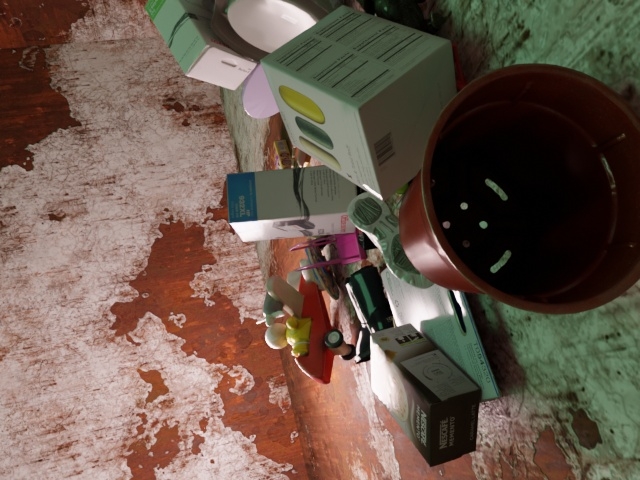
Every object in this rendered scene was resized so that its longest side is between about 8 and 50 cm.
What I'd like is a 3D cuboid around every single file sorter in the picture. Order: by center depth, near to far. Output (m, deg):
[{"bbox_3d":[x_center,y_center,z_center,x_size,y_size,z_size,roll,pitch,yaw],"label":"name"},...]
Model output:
[{"bbox_3d":[-0.009,-0.063,1.667,0.202,0.183,0.290,153,106,-74],"label":"file sorter"}]

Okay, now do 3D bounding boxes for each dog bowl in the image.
[{"bbox_3d":[-0.099,-0.556,1.407,0.349,0.349,0.102,143,140,-73],"label":"dog bowl"}]

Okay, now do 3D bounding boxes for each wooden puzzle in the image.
[{"bbox_3d":[-0.048,-0.284,1.812,0.238,0.044,0.220,115,168,-70],"label":"wooden puzzle"}]

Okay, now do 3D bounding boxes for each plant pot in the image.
[{"bbox_3d":[0.227,-0.041,0.727,0.265,0.273,0.272,123,135,-81],"label":"plant pot"}]

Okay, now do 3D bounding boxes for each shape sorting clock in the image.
[{"bbox_3d":[0.012,0.098,1.846,0.206,0.040,0.206,58,-171,-14],"label":"shape sorting clock"}]

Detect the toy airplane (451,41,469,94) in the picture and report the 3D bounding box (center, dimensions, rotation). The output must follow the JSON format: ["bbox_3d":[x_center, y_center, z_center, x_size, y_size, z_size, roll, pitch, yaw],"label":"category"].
[{"bbox_3d":[0.236,-0.252,0.933,0.151,0.028,0.151,160,90,-88],"label":"toy airplane"}]

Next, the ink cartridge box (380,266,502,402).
[{"bbox_3d":[0.243,0.162,1.127,0.330,0.072,0.323,126,132,-65],"label":"ink cartridge box"}]

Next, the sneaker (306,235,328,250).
[{"bbox_3d":[0.000,0.000,1.942,0.071,0.066,0.188,64,171,-6],"label":"sneaker"}]

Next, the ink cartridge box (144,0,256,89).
[{"bbox_3d":[-0.330,-0.568,1.581,0.115,0.198,0.272,-42,68,28],"label":"ink cartridge box"}]

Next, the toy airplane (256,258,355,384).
[{"bbox_3d":[-0.067,0.260,1.910,0.385,0.273,0.384,63,-170,-8],"label":"toy airplane"}]

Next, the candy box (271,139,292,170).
[{"bbox_3d":[-0.144,-0.292,2.256,0.109,0.053,0.186,108,147,-59],"label":"candy box"}]

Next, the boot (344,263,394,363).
[{"bbox_3d":[0.125,0.197,1.517,0.246,0.094,0.207,117,137,-56],"label":"boot"}]

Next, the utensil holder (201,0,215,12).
[{"bbox_3d":[-0.183,-0.841,1.517,0.328,0.328,0.385,165,96,-75],"label":"utensil holder"}]

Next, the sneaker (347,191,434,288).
[{"bbox_3d":[0.153,0.004,1.104,0.232,0.090,0.115,54,-171,29],"label":"sneaker"}]

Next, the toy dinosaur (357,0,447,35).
[{"bbox_3d":[0.156,-0.381,1.029,0.313,0.121,0.160,52,176,-15],"label":"toy dinosaur"}]

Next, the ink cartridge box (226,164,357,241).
[{"bbox_3d":[-0.064,-0.090,1.439,0.223,0.308,0.128,83,-178,-77],"label":"ink cartridge box"}]

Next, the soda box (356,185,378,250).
[{"bbox_3d":[0.124,-0.063,1.415,0.053,0.060,0.168,-123,27,-63],"label":"soda box"}]

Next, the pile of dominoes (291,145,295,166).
[{"bbox_3d":[-0.064,-0.359,1.837,0.196,0.040,0.251,-93,8,-62],"label":"pile of dominoes"}]

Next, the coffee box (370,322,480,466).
[{"bbox_3d":[0.189,0.282,1.086,0.246,0.098,0.141,-137,39,-62],"label":"coffee box"}]

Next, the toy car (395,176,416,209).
[{"bbox_3d":[0.153,-0.151,1.114,0.136,0.159,0.182,-52,-1,15],"label":"toy car"}]

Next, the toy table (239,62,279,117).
[{"bbox_3d":[-0.151,-0.520,1.712,0.274,0.252,0.160,-41,53,23],"label":"toy table"}]

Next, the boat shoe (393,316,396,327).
[{"bbox_3d":[0.207,0.245,1.319,0.059,0.063,0.170,110,146,-52],"label":"boat shoe"}]

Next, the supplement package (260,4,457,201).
[{"bbox_3d":[0.072,-0.243,0.985,0.263,0.198,0.199,38,160,40],"label":"supplement package"}]
